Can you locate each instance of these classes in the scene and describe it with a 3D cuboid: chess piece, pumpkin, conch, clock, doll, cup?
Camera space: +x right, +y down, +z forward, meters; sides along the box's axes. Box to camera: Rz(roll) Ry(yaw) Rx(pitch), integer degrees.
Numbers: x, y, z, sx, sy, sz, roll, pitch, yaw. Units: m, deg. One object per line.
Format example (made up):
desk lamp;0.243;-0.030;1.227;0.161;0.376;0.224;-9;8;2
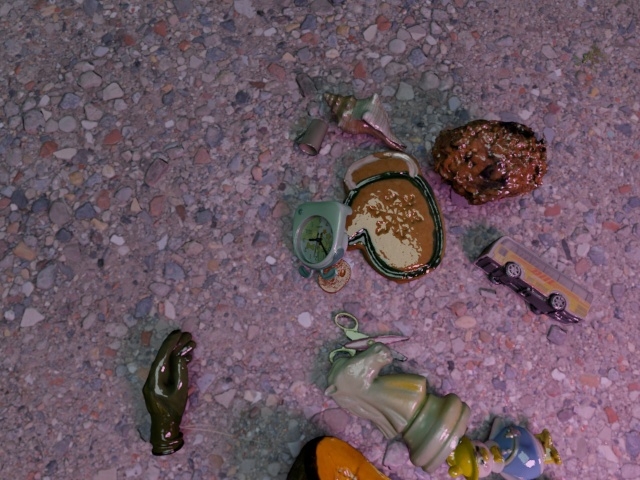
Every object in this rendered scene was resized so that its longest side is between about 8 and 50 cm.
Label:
chess piece;0.158;0.345;0.930;0.298;0.176;0.175;32;79;17
pumpkin;0.045;0.570;0.861;0.325;0.242;0.232;42;109;4
conch;0.116;-0.323;1.077;0.234;0.137;0.114;19;92;17
clock;-0.001;0.000;1.017;0.148;0.060;0.188;4;86;38
doll;0.389;0.470;0.922;0.241;0.099;0.135;-6;82;-3
cup;-0.022;-0.273;1.121;0.054;0.075;0.083;33;72;-30

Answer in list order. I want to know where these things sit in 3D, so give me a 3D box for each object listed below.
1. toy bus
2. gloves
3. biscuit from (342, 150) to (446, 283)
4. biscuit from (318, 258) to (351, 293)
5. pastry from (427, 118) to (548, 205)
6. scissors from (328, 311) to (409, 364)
toy bus;0.509;0.095;1.014;0.268;0.092;0.106;36;71;8
gloves;-0.339;0.334;0.943;0.107;0.135;0.268;15;75;-39
biscuit;0.158;-0.058;1.062;0.288;0.057;0.343;-14;77;-4
biscuit;0.032;0.084;1.050;0.078;0.015;0.091;42;80;10
pastry;0.391;-0.170;0.997;0.275;0.275;0.192;6;85;1
scissors;0.118;0.247;1.010;0.187;0.020;0.133;7;80;3
